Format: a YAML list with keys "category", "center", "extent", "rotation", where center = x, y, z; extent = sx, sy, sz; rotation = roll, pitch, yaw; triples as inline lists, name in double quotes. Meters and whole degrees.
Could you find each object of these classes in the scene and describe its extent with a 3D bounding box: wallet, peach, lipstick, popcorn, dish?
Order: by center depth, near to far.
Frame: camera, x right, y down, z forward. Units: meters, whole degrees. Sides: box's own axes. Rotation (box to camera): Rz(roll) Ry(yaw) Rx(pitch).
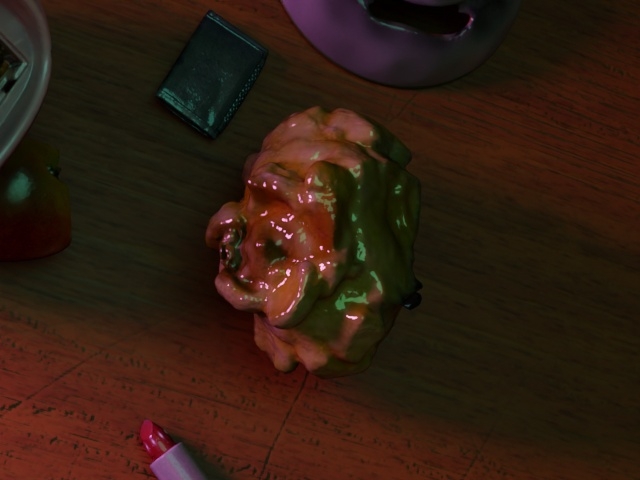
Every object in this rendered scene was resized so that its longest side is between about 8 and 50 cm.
- category: "peach"
  center: [-0.325, -0.041, 1.571]
  extent: [0.118, 0.151, 0.151]
  rotation: [-32, 89, -36]
- category: "popcorn"
  center: [0.000, 0.000, 1.599]
  extent: [0.215, 0.252, 0.286]
  rotation: [-5, 74, 11]
- category: "lipstick"
  center: [-0.131, 0.264, 1.600]
  extent: [0.057, 0.063, 0.186]
  rotation: [-36, 83, -24]
- category: "wallet"
  center: [-0.121, -0.184, 1.727]
  extent: [0.088, 0.026, 0.129]
  rotation: [34, 67, -13]
- category: "dish"
  center: [0.108, -0.348, 1.794]
  extent: [0.324, 0.124, 0.324]
  rotation: [5, 75, -18]

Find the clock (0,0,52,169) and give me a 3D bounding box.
- category: "clock"
  center: [-0.436, -0.198, 1.415]
  extent: [0.376, 0.251, 0.368]
  rotation: [49, 62, -41]
